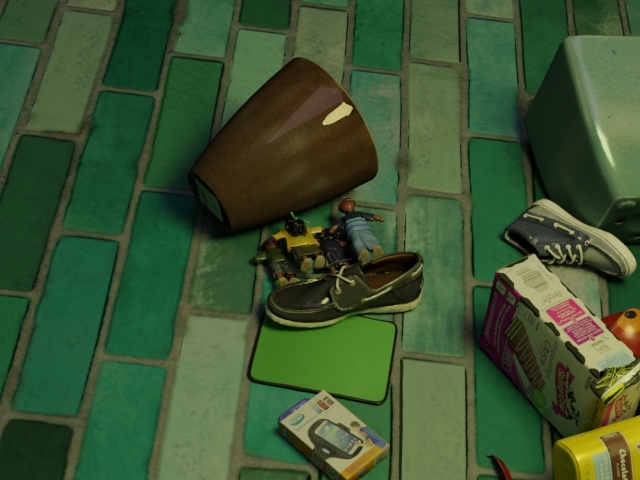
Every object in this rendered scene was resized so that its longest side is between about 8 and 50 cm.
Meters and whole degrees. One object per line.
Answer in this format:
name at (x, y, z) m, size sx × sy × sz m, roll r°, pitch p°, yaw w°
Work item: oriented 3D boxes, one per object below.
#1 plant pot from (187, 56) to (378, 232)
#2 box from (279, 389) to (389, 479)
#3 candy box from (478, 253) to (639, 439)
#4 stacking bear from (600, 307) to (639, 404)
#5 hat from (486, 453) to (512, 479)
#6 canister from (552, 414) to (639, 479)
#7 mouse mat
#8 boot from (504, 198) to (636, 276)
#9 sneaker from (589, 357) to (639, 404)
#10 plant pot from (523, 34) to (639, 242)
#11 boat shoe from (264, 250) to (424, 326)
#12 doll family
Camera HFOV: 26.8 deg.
plant pot at (-0.072, -0.117, 1.961) m, size 0.230 × 0.215 × 0.215 m, roll -35°, pitch 58°, yaw -17°
box at (0.012, 0.248, 1.710) m, size 0.136 × 0.028 × 0.081 m, roll 38°, pitch 52°, yaw 25°
candy box at (0.312, 0.153, 1.754) m, size 0.071 × 0.159 × 0.233 m, roll -24°, pitch 52°, yaw -25°
stacking bear at (0.480, 0.180, 1.756) m, size 0.289 × 0.164 × 0.175 m, roll 24°, pitch 46°, yaw 30°
hat at (0.284, 0.377, 1.623) m, size 0.173 × 0.183 × 0.208 m, roll 4°, pitch 86°, yaw 5°
canister at (0.378, 0.283, 1.661) m, size 0.170 × 0.126 × 0.073 m, roll -14°, pitch 18°, yaw -18°
mouse mat at (0.006, 0.149, 1.822) m, size 0.190 × 0.007 × 0.152 m, roll 11°, pitch 44°, yaw 2°
boot at (0.364, 0.015, 1.975) m, size 0.086 × 0.069 × 0.190 m, roll -37°, pitch 51°, yaw -27°
sneaker at (0.358, 0.162, 1.619) m, size 0.083 × 0.031 × 0.035 m, roll -35°, pitch 63°, yaw -30°
plant pot at (0.469, -0.134, 2.020) m, size 0.248 × 0.247 × 0.252 m, roll 0°, pitch 63°, yaw -9°
boat shoe at (0.034, 0.062, 1.859) m, size 0.233 × 0.079 × 0.084 m, roll -9°, pitch 45°, yaw -18°
doll family at (0.000, 0.000, 1.929) m, size 0.193 × 0.076 × 0.111 m, roll -5°, pitch 42°, yaw -20°
